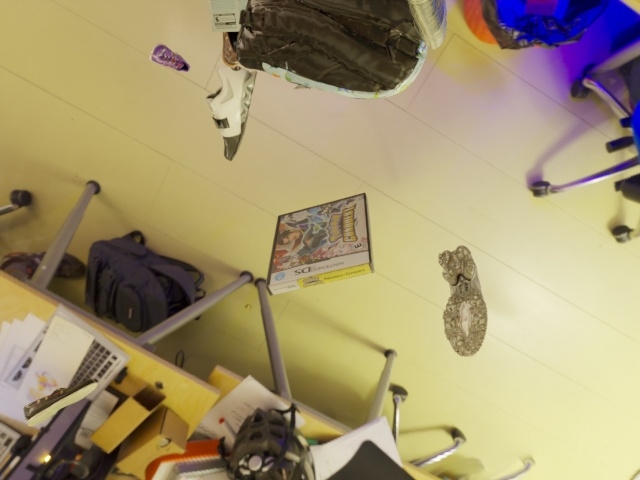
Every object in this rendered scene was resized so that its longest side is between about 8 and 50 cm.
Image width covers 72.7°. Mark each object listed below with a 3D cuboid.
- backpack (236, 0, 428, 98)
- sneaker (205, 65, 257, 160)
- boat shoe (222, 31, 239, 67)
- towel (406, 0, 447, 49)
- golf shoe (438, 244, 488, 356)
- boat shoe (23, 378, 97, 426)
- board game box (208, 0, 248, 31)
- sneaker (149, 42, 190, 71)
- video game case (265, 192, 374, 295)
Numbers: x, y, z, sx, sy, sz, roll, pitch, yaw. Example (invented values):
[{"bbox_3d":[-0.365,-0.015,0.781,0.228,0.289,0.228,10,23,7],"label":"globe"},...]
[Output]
[{"bbox_3d":[0.052,-0.435,0.896,0.355,0.273,0.291,23,105,18],"label":"backpack"},{"bbox_3d":[-0.315,-0.428,1.465,0.146,0.123,0.331,12,126,-11],"label":"sneaker"},{"bbox_3d":[-0.239,-0.595,1.218,0.073,0.073,0.207,-1,80,-24],"label":"boat shoe"},{"bbox_3d":[0.101,-0.414,0.486,0.056,0.312,0.325,-1,101,20],"label":"towel"},{"bbox_3d":[0.235,0.099,0.688,0.069,0.177,0.086,-12,150,31],"label":"golf shoe"},{"bbox_3d":[-0.516,0.312,0.866,0.132,0.042,0.049,-28,155,-26],"label":"boat shoe"},{"bbox_3d":[-0.162,-0.662,1.016,0.223,0.098,0.304,2,122,8],"label":"board game box"},{"bbox_3d":[-0.504,-0.613,1.472,0.071,0.170,0.068,36,111,14],"label":"sneaker"},{"bbox_3d":[0.000,0.000,1.056,0.247,0.275,0.035,-14,128,14],"label":"video game case"}]
